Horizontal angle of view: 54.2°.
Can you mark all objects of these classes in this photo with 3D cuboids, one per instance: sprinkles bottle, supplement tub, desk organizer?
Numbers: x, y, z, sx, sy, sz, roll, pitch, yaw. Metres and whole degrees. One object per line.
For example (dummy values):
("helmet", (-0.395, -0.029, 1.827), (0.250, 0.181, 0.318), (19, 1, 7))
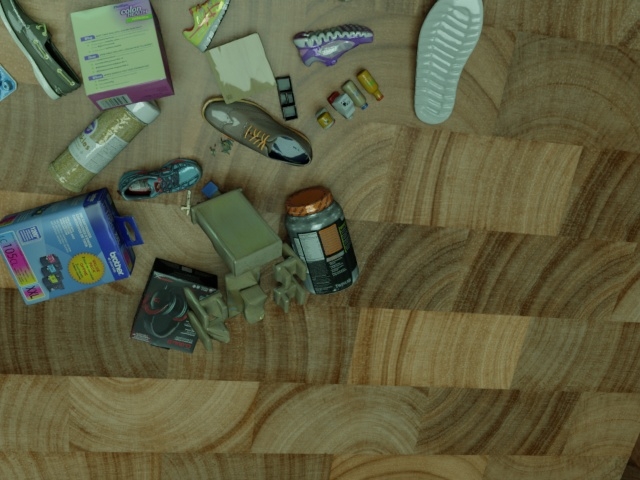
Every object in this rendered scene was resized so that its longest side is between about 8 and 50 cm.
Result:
("sprinkles bottle", (-0.631, -0.297, 1.831), (0.355, 0.121, 0.121), (-42, 113, 9))
("supplement tub", (0.000, 0.000, 2.021), (0.194, 0.193, 0.315), (-17, 114, -2))
("desk organizer", (-0.101, -0.431, 1.899), (0.047, 0.050, 0.130), (-13, 114, -4))

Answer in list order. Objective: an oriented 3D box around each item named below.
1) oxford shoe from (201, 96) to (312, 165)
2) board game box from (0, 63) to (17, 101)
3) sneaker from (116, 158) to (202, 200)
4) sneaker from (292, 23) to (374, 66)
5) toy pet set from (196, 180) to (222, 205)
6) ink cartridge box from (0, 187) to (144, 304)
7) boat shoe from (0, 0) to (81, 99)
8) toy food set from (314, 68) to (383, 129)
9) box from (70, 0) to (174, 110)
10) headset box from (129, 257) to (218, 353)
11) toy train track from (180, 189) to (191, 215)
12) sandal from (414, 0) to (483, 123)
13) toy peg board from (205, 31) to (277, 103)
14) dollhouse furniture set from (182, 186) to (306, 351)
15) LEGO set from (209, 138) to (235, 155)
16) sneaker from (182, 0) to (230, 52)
("oxford shoe", (-0.182, -0.327, 1.885), (0.364, 0.132, 0.129), (20, 109, -16))
("board game box", (-1.125, -0.467, 1.718), (0.390, 0.050, 0.390), (-34, 114, 6))
("sneaker", (-0.486, -0.169, 1.907), (0.262, 0.125, 0.104), (-16, 115, -2))
("sneaker", (0.041, -0.571, 1.847), (0.237, 0.095, 0.104), (-9, 121, 0))
("toy pet set", (-0.360, -0.123, 1.957), (0.114, 0.122, 0.065), (-46, 108, -6))
("ink cartridge box", (-0.750, 0.008, 1.930), (0.396, 0.151, 0.269), (-17, 114, -4))
("boat shoe", (-0.773, -0.540, 1.716), (0.091, 0.109, 0.304), (-23, 120, 0))
("toy food set", (0.081, -0.401, 1.900), (0.104, 0.111, 0.232), (47, 68, -23))
("box", (-0.535, -0.504, 1.702), (0.214, 0.117, 0.242), (-14, 81, -3))
("headset box", (-0.492, 0.232, 2.085), (0.218, 0.110, 0.293), (19, 108, -17))
("toy train track", (-0.422, -0.120, 2.001), (0.048, 0.014, 0.083), (7, 106, -4))
("sandal", (0.367, -0.560, 1.902), (0.170, 0.102, 0.416), (15, 123, 1))
("toy peg board", (-0.229, -0.508, 1.834), (0.161, 0.079, 0.161), (-19, 114, 5))
("dollhouse furniture set", (-0.258, 0.078, 1.944), (0.362, 0.256, 0.394), (-25, 146, -24))
("LEGO set", (-0.303, -0.293, 1.945), (0.083, 0.023, 0.054), (-4, 112, 7))
("sneaker", (-0.319, -0.642, 1.759), (0.094, 0.081, 0.208), (27, 106, -17))
